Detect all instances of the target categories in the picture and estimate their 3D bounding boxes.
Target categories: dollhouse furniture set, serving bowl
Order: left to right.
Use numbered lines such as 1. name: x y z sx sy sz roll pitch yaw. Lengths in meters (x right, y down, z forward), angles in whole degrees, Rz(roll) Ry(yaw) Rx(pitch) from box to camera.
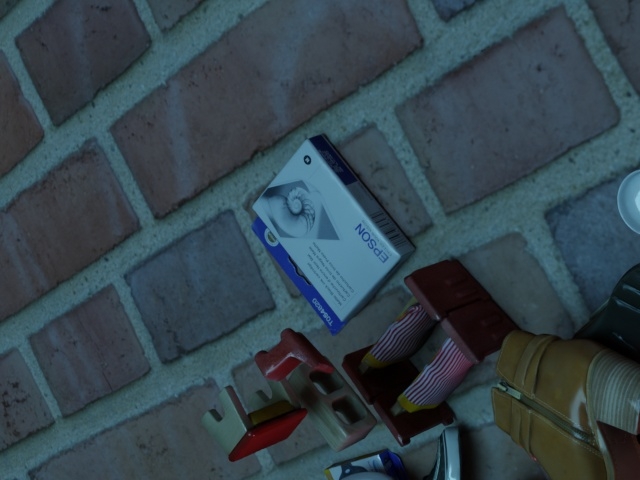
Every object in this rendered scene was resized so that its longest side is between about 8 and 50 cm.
1. dollhouse furniture set: 0.061 0.177 1.674 0.152 0.374 0.201 51 132 21
2. serving bowl: 0.394 -0.047 1.545 0.083 0.027 0.083 14 113 36

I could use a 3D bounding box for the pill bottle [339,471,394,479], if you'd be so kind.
1. pill bottle: 0.084 0.453 1.895 0.121 0.121 0.216 3 122 40

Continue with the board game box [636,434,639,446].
1. board game box: 0.404 0.248 1.561 0.170 0.141 0.048 -36 80 42

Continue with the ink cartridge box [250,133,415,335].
1. ink cartridge box: 0.000 0.000 1.881 0.223 0.045 0.224 51 130 14

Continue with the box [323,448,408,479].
1. box: 0.073 0.363 1.955 0.136 0.028 0.081 -26 88 44

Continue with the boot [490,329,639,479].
1. boot: 0.276 0.250 1.513 0.220 0.109 0.283 17 105 48

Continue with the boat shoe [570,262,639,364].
1. boat shoe: 0.372 0.122 1.563 0.122 0.120 0.324 44 137 11

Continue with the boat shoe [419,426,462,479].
1. boat shoe: 0.159 0.366 1.820 0.070 0.078 0.219 4 96 6
